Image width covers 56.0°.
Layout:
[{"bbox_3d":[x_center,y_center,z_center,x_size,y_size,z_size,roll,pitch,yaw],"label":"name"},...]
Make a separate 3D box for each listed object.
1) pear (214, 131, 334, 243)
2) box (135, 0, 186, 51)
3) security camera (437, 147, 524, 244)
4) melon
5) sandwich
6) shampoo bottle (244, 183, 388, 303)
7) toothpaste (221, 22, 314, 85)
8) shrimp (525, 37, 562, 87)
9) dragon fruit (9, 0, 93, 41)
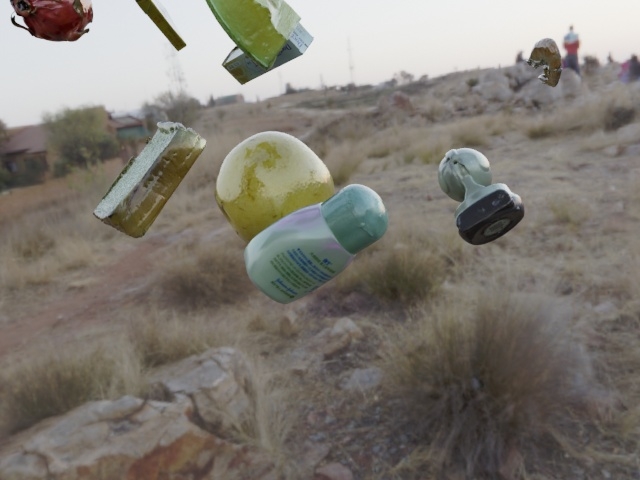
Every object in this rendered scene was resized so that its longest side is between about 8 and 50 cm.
[{"bbox_3d":[-0.134,-0.141,1.731,0.347,0.349,0.348,-8,8,1],"label":"pear"},{"bbox_3d":[-0.469,-0.655,1.671,0.041,0.153,0.279,-31,-13,4],"label":"box"},{"bbox_3d":[0.445,-0.145,1.754,0.197,0.277,0.191,-35,-27,19],"label":"security camera"},{"bbox_3d":[-0.175,-0.522,1.246,0.124,0.323,0.196,-27,30,27],"label":"melon"},{"bbox_3d":[-0.350,-0.127,1.241,0.087,0.251,0.226,38,-13,-27],"label":"sandwich"},{"bbox_3d":[0.000,0.000,1.422,0.349,0.222,0.151,-33,41,18],"label":"shampoo bottle"},{"bbox_3d":[-0.143,-0.490,1.560,0.312,0.089,0.071,-3,50,54],"label":"toothpaste"},{"bbox_3d":[0.629,-0.492,1.686,0.053,0.133,0.236,-28,5,4],"label":"shrimp"},{"bbox_3d":[-0.482,-0.420,1.090,0.136,0.133,0.166,-24,15,24],"label":"dragon fruit"}]
